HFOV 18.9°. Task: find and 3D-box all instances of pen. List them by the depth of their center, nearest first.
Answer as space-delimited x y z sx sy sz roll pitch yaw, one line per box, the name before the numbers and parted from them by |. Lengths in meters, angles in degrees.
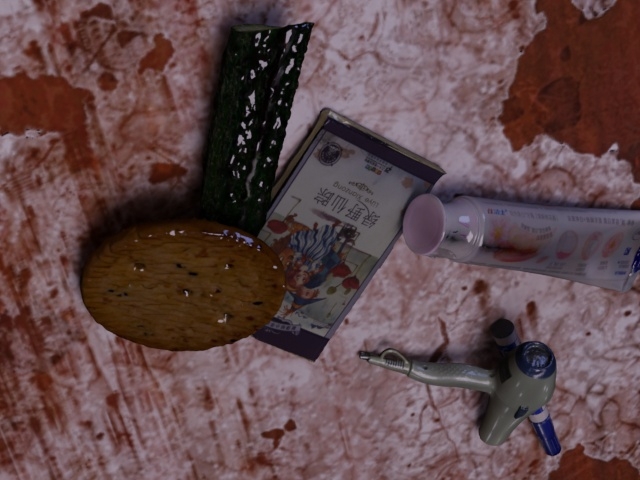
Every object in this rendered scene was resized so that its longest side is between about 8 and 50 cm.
pen | 0.220 0.159 2.032 0.025 0.025 0.204 -31 130 -6

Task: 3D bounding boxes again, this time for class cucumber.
cucumber | -0.065 -0.083 1.693 0.077 0.077 0.265 -2 121 -26

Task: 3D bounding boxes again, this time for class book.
book | 0.000 0.001 1.815 0.157 0.026 0.231 25 107 -36

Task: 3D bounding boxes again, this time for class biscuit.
biscuit | -0.123 0.039 1.733 0.187 0.027 0.188 -2 142 -2

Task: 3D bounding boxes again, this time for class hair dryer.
hair dryer | 0.140 0.162 1.977 0.199 0.067 0.167 -1 143 2

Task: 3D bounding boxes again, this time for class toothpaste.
toothpaste | 0.220 -0.001 1.904 0.323 0.066 0.100 7 115 -39
